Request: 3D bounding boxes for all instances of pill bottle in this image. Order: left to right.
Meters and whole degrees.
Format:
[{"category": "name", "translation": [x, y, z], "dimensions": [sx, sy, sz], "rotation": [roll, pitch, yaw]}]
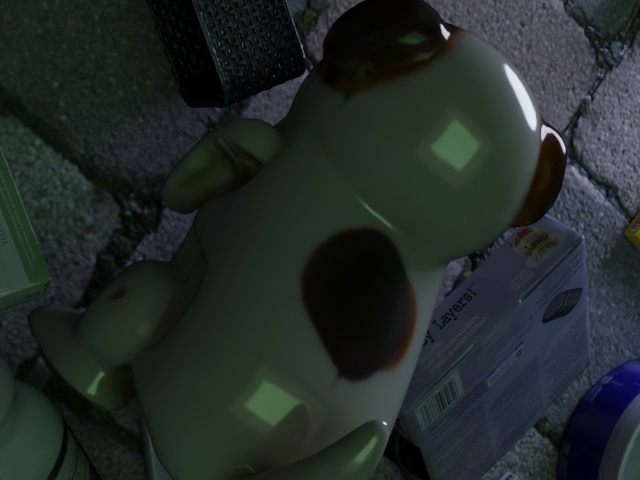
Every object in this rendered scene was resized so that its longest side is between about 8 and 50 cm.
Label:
[{"category": "pill bottle", "translation": [-0.257, 0.210, 0.792], "dimensions": [0.162, 0.162, 0.279], "rotation": [-34, 129, -19]}]

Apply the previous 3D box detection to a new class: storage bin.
[{"category": "storage bin", "translation": [-0.096, -0.215, 0.880], "dimensions": [0.084, 0.122, 0.180], "rotation": [-25, 107, -21]}]

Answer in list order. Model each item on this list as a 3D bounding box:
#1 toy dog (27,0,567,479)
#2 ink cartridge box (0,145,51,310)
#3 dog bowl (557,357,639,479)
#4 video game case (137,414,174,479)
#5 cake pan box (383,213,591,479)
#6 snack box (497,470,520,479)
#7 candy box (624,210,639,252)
[{"category": "toy dog", "translation": [0.000, 0.000, 0.798], "dimensions": [0.284, 0.395, 0.408], "rotation": [38, 84, -12]}, {"category": "ink cartridge box", "translation": [-0.354, -0.001, 0.783], "dimensions": [0.235, 0.056, 0.171], "rotation": [-19, 80, -24]}, {"category": "dog bowl", "translation": [0.420, 0.278, 1.212], "dimensions": [0.264, 0.104, 0.265], "rotation": [-3, 98, -26]}, {"category": "video game case", "translation": [-0.079, 0.160, 0.992], "dimensions": [0.206, 0.026, 0.227], "rotation": [-10, 100, -25]}, {"category": "cake pan box", "translation": [0.171, 0.137, 1.030], "dimensions": [0.267, 0.070, 0.246], "rotation": [-43, 141, -15]}, {"category": "snack box", "translation": [0.243, 0.358, 1.180], "dimensions": [0.064, 0.022, 0.178], "rotation": [-39, 112, -16]}, {"category": "candy box", "translation": [0.466, 0.017, 1.245], "dimensions": [0.206, 0.027, 0.105], "rotation": [43, 80, -24]}]
